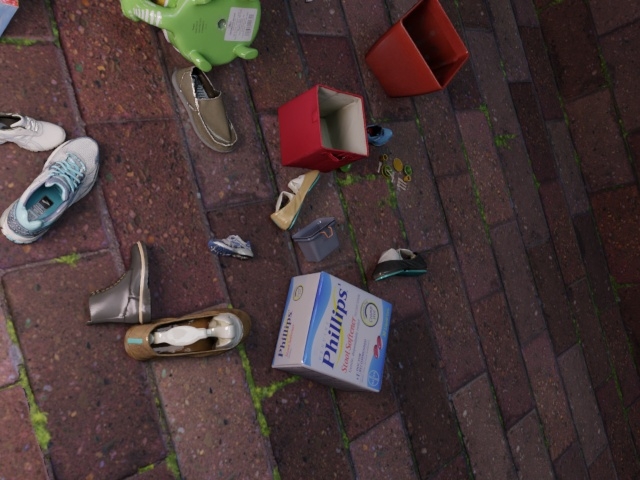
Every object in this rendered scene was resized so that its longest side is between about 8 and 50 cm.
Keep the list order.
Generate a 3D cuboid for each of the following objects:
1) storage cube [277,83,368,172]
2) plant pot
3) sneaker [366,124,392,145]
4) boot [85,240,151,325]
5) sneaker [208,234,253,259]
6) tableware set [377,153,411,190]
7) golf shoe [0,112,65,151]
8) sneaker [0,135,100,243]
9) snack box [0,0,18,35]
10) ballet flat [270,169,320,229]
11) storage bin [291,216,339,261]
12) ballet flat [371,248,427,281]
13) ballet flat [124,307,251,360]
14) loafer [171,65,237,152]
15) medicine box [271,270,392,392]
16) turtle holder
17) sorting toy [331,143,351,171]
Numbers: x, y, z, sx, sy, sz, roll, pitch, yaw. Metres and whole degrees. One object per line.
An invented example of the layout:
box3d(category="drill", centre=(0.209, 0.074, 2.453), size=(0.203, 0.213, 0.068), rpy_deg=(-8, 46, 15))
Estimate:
box3d(category="storage cube", centre=(0.005, -0.320, 1.658), size=(0.184, 0.193, 0.215), rpy_deg=(3, 79, -40))
box3d(category="plant pot", centre=(0.322, -0.657, 1.979), size=(0.267, 0.236, 0.267), rpy_deg=(52, 52, -17))
box3d(category="sneaker", centre=(0.193, -0.360, 1.905), size=(0.162, 0.073, 0.063), rpy_deg=(-11, 87, -41))
box3d(category="boot", centre=(-0.454, 0.094, 1.258), size=(0.137, 0.077, 0.197), rpy_deg=(-3, 59, -16))
box3d(category="sneaker", centre=(-0.238, 0.011, 1.476), size=(0.135, 0.052, 0.058), rpy_deg=(20, 57, -43))
box3d(category="tableware set", centre=(0.266, -0.251, 1.975), size=(0.154, 0.024, 0.104), rpy_deg=(29, 62, -32))
box3d(category="golf shoe", centre=(-0.621, -0.232, 1.179), size=(0.176, 0.086, 0.069), rpy_deg=(-4, 81, -42))
box3d(category="sneaker", centre=(-0.547, -0.114, 1.188), size=(0.110, 0.122, 0.283), rpy_deg=(40, 57, -27))
box3d(category="snack box", centre=(-0.677, -0.540, 1.146), size=(0.070, 0.174, 0.207), rpy_deg=(4, 76, -43))
box3d(category="ballet flat", centre=(-0.073, -0.136, 1.629), size=(0.073, 0.080, 0.232), rpy_deg=(34, 57, -12))
box3d(category="storage bin", centre=(0.000, 0.000, 1.650), size=(0.135, 0.098, 0.091), rpy_deg=(-38, 115, -39))
box3d(category="ballet flat", centre=(0.249, 0.077, 1.845), size=(0.280, 0.095, 0.096), rpy_deg=(-1, 70, -51))
box3d(category="ballet flat", centre=(-0.284, 0.220, 1.329), size=(0.342, 0.124, 0.116), rpy_deg=(2, 79, -40))
box3d(category="loafer", centre=(-0.298, -0.348, 1.477), size=(0.094, 0.087, 0.251), rpy_deg=(-44, 108, -38))
box3d(category="medicine box", centre=(0.039, 0.263, 1.577), size=(0.289, 0.149, 0.263), rpy_deg=(27, 63, -34))
box3d(category="turtle holder", centre=(-0.321, -0.569, 1.430), size=(0.320, 0.227, 0.243), rpy_deg=(-37, 149, -17))
box3d(category="sorting toy", centre=(0.063, -0.272, 1.804), size=(0.061, 0.042, 0.102), rpy_deg=(-38, 117, -23))
